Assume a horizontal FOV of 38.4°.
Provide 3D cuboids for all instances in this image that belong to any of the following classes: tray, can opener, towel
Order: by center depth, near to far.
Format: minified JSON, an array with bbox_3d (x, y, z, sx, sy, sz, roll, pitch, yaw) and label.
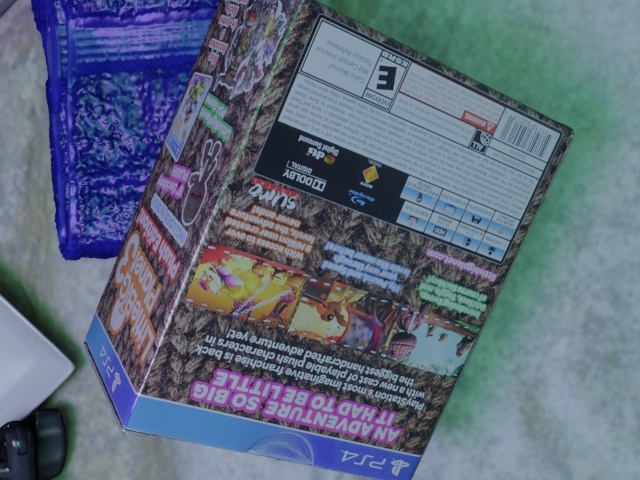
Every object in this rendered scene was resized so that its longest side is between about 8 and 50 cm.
[{"bbox_3d":[-0.124,-0.137,0.745,0.227,0.076,0.308,-4,96,9],"label":"towel"},{"bbox_3d":[-0.355,0.062,0.801,0.145,0.030,0.270,-44,99,9],"label":"tray"},{"bbox_3d":[-0.261,0.239,0.804,0.073,0.059,0.186,1,104,-24],"label":"can opener"}]

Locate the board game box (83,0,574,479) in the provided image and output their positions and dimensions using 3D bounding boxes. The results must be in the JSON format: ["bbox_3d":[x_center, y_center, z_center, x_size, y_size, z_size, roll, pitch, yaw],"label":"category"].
[{"bbox_3d":[0.000,0.000,0.661,0.232,0.141,0.291,20,99,-29],"label":"board game box"}]

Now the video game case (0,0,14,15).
[{"bbox_3d":[-0.418,-0.258,0.795,0.204,0.025,0.285,-41,89,9],"label":"video game case"}]
